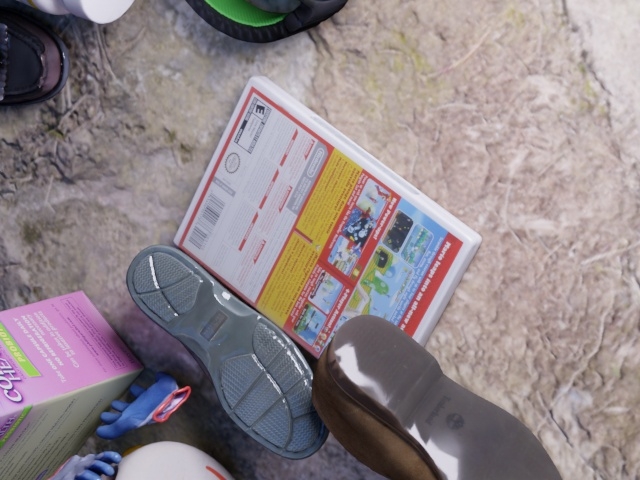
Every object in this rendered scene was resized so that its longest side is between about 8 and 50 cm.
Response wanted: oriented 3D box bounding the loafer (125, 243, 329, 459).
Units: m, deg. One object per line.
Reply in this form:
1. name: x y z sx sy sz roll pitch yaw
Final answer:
1. loafer: -0.081 0.107 1.922 0.096 0.084 0.267 -44 77 4

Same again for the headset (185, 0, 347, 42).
1. headset: -0.003 -0.344 1.765 0.394 0.185 0.243 -33 84 49

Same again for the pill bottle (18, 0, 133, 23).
1. pill bottle: -0.285 -0.297 1.943 0.208 0.119 0.119 24 111 27

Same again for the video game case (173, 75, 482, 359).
1. video game case: 0.000 0.000 1.868 0.285 0.025 0.204 38 117 22

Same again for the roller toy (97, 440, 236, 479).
1. roller toy: -0.170 0.309 1.937 0.146 0.191 0.209 -33 81 34

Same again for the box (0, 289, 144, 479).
1. box: -0.343 0.181 1.997 0.117 0.243 0.213 49 121 16

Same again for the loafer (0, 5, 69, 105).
1. loafer: -0.407 -0.204 2.054 0.303 0.095 0.109 17 108 30

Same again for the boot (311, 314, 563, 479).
1. boot: 0.115 0.204 1.793 0.305 0.112 0.115 45 144 7

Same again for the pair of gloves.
1. pair of gloves: -0.214 0.203 1.945 0.023 0.198 0.159 50 159 -12
